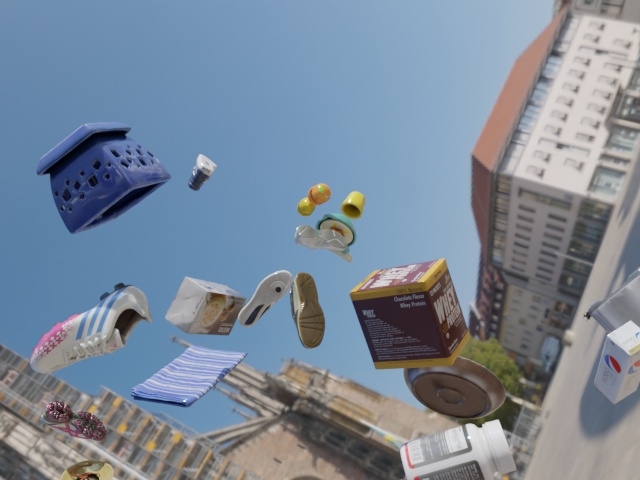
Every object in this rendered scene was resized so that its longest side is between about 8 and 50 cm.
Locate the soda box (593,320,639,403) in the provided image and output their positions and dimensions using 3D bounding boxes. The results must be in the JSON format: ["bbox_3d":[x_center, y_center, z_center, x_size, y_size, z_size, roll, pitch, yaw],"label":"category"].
[{"bbox_3d":[0.696,0.284,1.399,0.073,0.069,0.216,-27,-44,-12],"label":"soda box"}]

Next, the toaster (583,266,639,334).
[{"bbox_3d":[0.788,0.178,1.518,0.129,0.146,0.227,3,-45,-52],"label":"toaster"}]

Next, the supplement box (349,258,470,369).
[{"bbox_3d":[0.199,0.165,1.341,0.129,0.191,0.194,-34,-73,-52],"label":"supplement box"}]

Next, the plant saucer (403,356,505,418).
[{"bbox_3d":[0.396,0.453,1.832,0.311,0.310,0.050,85,-155,-45],"label":"plant saucer"}]

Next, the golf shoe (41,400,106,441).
[{"bbox_3d":[-0.697,0.520,1.717,0.086,0.186,0.068,-47,17,34],"label":"golf shoe"}]

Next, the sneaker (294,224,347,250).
[{"bbox_3d":[0.000,0.000,1.694,0.061,0.152,0.054,116,166,-51],"label":"sneaker"}]

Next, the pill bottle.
[{"bbox_3d":[0.377,0.601,1.669,0.161,0.283,0.161,-20,-90,-80],"label":"pill bottle"}]

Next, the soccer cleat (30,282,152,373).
[{"bbox_3d":[-0.578,0.246,1.535,0.331,0.143,0.116,-39,-31,-7],"label":"soccer cleat"}]

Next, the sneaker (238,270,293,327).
[{"bbox_3d":[-0.174,0.172,1.896,0.217,0.079,0.121,-46,3,-1],"label":"sneaker"}]

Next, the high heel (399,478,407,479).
[{"bbox_3d":[0.217,0.838,1.736,0.377,0.181,0.127,-27,-43,-48],"label":"high heel"}]

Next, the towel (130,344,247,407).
[{"bbox_3d":[-0.427,0.435,1.990,0.336,0.243,0.040,-36,-57,-58],"label":"towel"}]

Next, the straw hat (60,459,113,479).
[{"bbox_3d":[-0.634,0.668,1.657,0.144,0.144,0.061,-28,-56,-57],"label":"straw hat"}]

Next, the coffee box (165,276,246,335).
[{"bbox_3d":[-0.345,0.206,1.859,0.141,0.098,0.246,-62,-22,0],"label":"coffee box"}]

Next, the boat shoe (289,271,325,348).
[{"bbox_3d":[-0.027,0.137,1.150,0.049,0.056,0.152,129,142,-51],"label":"boat shoe"}]

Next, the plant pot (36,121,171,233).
[{"bbox_3d":[-0.578,-0.179,1.602,0.236,0.212,0.236,-32,6,16],"label":"plant pot"}]

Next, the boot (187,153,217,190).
[{"bbox_3d":[-0.382,-0.215,1.925,0.086,0.069,0.190,-52,13,9],"label":"boot"}]

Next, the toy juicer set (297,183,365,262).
[{"bbox_3d":[0.017,-0.042,1.902,0.329,0.209,0.090,100,-167,-52],"label":"toy juicer set"}]
